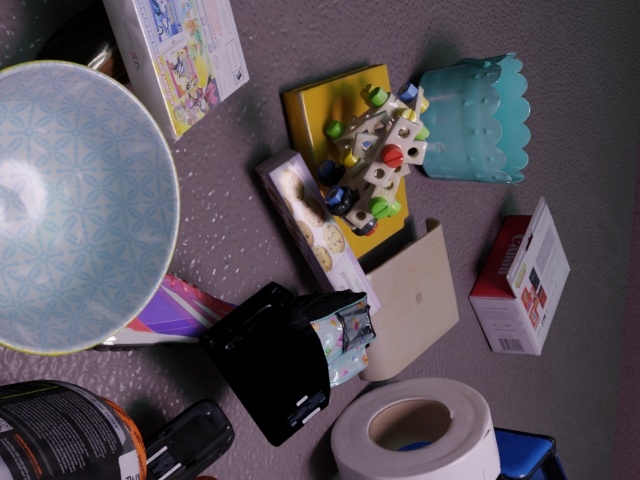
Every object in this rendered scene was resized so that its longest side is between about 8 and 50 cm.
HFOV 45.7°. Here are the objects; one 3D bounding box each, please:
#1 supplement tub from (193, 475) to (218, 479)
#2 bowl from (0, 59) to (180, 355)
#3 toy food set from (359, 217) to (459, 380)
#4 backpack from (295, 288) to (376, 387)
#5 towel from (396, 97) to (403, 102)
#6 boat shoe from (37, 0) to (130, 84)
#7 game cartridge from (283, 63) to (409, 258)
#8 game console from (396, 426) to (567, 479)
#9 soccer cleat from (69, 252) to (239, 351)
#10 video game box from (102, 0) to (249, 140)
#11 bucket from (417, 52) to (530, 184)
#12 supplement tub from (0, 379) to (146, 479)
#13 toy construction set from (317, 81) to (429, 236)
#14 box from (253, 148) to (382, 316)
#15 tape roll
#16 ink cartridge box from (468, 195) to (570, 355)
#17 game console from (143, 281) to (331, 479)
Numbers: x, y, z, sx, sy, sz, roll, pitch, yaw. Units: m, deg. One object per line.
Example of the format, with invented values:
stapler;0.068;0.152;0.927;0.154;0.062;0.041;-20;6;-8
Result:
supplement tub;-0.131;0.422;1.073;0.117;0.117;0.190;-58;133;-35
bowl;-0.307;-0.035;0.793;0.290;0.156;0.289;-7;98;-51
toy food set;0.158;0.110;1.502;0.306;0.092;0.219;-31;116;-40
backpack;-0.024;0.158;1.177;0.188;0.166;0.144;-9;93;-49
towel;0.161;-0.250;1.535;0.119;0.029;0.067;5;85;-54
boat shoe;-0.225;-0.253;0.942;0.120;0.123;0.323;58;48;-40
game cartridge;0.058;-0.139;1.386;0.285;0.053;0.323;-31;117;-49
game console;0.325;0.470;1.541;0.250;0.293;0.173;-20;106;-51
soccer cleat;-0.201;0.083;0.991;0.318;0.109;0.116;7;81;-51
video game box;-0.166;-0.248;0.893;0.187;0.048;0.205;-57;141;-51
bucket;0.324;-0.251;1.602;0.281;0.183;0.280;-4;94;-63
supplement tub;-0.300;0.238;0.695;0.338;0.207;0.207;26;67;-79
toy construction set;0.092;-0.135;1.182;0.151;0.215;0.327;44;17;-12
box;0.000;0.000;1.250;0.067;0.063;0.323;-36;116;-17
tape roll;0.166;0.360;1.333;0.286;0.286;0.100;-38;120;-47
ink cartridge box;0.499;0.082;1.909;0.309;0.130;0.271;-56;130;-37
game console;-0.146;0.231;0.988;0.361;0.044;0.213;-37;126;-16
